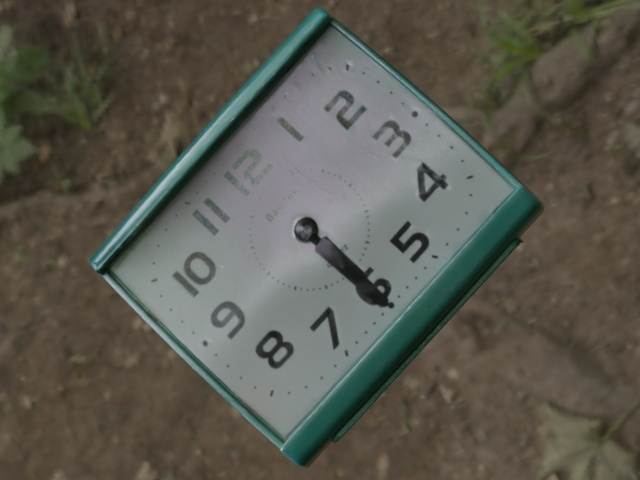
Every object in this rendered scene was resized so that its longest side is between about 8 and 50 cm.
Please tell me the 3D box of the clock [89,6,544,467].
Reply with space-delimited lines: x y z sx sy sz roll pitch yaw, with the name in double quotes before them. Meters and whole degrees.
"clock" 0.000 0.000 1.050 0.231 0.116 0.262 42 92 9
